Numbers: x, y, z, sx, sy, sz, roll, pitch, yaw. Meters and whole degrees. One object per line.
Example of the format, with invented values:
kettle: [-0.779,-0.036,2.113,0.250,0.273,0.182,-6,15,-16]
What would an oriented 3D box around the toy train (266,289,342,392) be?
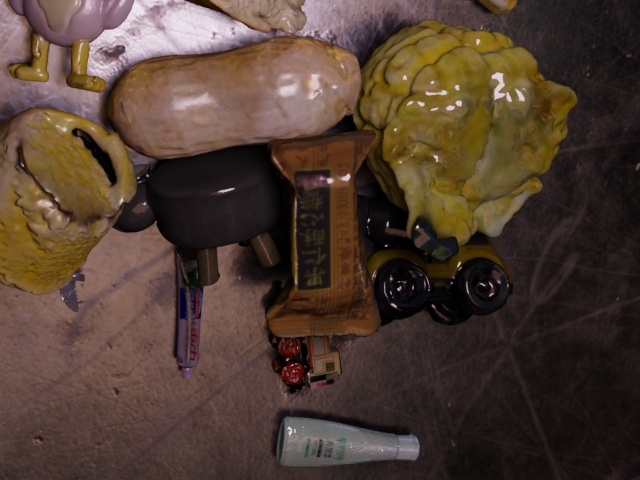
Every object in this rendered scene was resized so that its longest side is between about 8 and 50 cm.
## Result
toy train: [-0.022,0.128,1.794,0.087,0.050,0.138,-11,103,-17]

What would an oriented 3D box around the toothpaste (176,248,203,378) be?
toothpaste: [-0.167,0.094,1.759,0.045,0.028,0.170,0,99,-21]

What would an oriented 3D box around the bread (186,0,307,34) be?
bread: [-0.082,-0.344,1.586,0.224,0.211,0.184,19,95,-16]

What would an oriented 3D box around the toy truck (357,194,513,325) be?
toy truck: [0.131,0.024,1.771,0.224,0.147,0.165,0,80,-17]

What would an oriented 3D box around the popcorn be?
popcorn: [0.170,-0.135,1.686,0.293,0.237,0.293,-1,94,-19]

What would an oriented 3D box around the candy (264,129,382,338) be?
candy: [0.000,0.000,1.630,0.143,0.101,0.271,-3,116,-2]

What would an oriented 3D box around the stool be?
stool: [-0.144,-0.038,1.686,0.228,0.153,0.139,3,118,26]

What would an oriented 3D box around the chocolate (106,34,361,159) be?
chocolate: [-0.103,-0.170,1.647,0.309,0.134,0.134,-9,105,5]

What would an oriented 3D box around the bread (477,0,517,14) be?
bread: [0.215,-0.324,1.761,0.088,0.033,0.049,32,78,-23]

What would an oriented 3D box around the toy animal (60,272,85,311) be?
toy animal: [-0.320,0.048,1.708,0.050,0.028,0.084,1,101,-23]

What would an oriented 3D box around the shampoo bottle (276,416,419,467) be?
shampoo bottle: [0.038,0.275,1.845,0.190,0.041,0.069,6,95,-16]

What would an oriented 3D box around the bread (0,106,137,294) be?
bread: [-0.323,-0.050,1.598,0.197,0.197,0.170,41,134,-19]

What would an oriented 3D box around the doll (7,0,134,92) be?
doll: [-0.282,-0.360,1.586,0.160,0.094,0.365,11,107,12]
